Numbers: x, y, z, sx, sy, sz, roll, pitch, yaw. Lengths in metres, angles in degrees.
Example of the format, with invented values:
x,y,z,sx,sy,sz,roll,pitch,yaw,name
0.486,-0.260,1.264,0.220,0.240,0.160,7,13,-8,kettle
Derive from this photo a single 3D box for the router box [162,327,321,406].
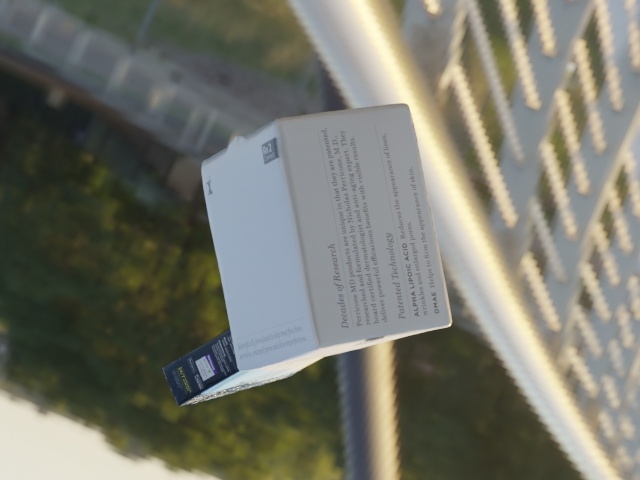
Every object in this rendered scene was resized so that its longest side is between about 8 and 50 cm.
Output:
x,y,z,sx,sy,sz,roll,pitch,yaw,name
-0.045,0.101,1.839,0.133,0.046,0.179,-31,168,34,router box

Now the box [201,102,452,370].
x,y,z,sx,sy,sz,roll,pitch,yaw,name
0.000,0.000,1.525,0.119,0.182,0.181,-8,175,-23,box
